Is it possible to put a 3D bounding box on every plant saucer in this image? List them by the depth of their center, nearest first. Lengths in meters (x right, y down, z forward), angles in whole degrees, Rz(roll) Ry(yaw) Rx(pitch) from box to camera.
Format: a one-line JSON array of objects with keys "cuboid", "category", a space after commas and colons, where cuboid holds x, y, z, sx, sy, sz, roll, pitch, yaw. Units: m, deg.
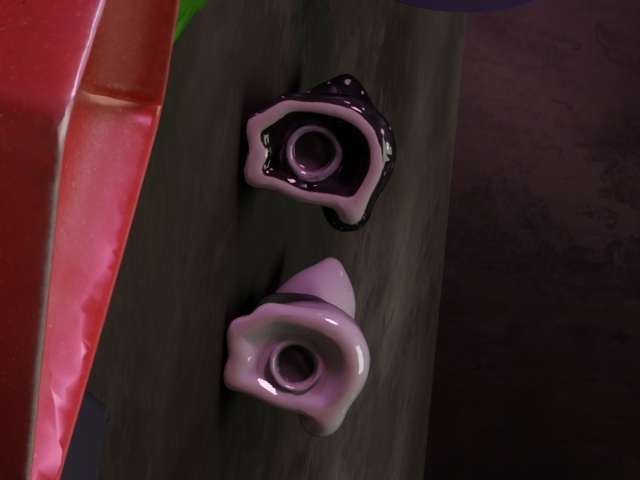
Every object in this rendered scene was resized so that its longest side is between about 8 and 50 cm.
[{"cuboid": [-0.083, -0.044, 0.622, 0.259, 0.047, 0.258, 106, -4, -49], "category": "plant saucer"}]

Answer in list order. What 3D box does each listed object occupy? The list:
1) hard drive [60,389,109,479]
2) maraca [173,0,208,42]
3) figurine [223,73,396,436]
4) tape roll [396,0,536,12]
[{"cuboid": [-0.113, 0.098, 0.765, 0.135, 0.022, 0.094, 67, 30, -73], "category": "hard drive"}, {"cuboid": [-0.030, -0.169, 0.890, 0.186, 0.099, 0.127, -59, 176, 7], "category": "maraca"}, {"cuboid": [0.000, 0.000, 1.279, 0.209, 0.092, 0.215, -63, 160, -78], "category": "figurine"}, {"cuboid": [0.087, -0.234, 1.297, 0.189, 0.189, 0.080, 78, 20, -66], "category": "tape roll"}]
